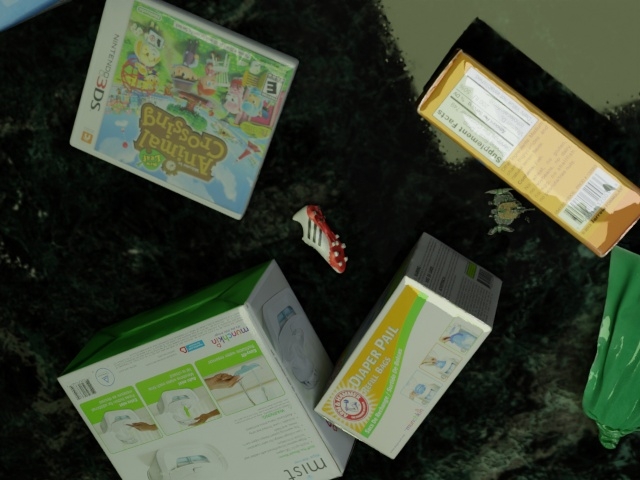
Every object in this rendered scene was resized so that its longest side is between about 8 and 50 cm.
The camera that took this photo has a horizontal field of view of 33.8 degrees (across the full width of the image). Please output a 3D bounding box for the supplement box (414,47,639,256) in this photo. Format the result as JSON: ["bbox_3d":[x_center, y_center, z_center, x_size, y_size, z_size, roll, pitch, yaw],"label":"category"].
[{"bbox_3d":[0.202,-0.087,1.019,0.233,0.078,0.080,40,102,-4],"label":"supplement box"}]

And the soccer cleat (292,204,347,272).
[{"bbox_3d":[0.000,0.000,1.151,0.035,0.029,0.083,-23,103,32],"label":"soccer cleat"}]

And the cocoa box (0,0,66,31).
[{"bbox_3d":[-0.248,-0.398,0.922,0.231,0.228,0.347,-22,106,23],"label":"cocoa box"}]

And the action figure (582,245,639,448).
[{"bbox_3d":[0.331,0.118,1.093,0.137,0.063,0.232,16,113,5],"label":"action figure"}]

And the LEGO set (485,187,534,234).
[{"bbox_3d":[0.200,-0.041,1.084,0.083,0.023,0.054,-36,103,12],"label":"LEGO set"}]

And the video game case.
[{"bbox_3d":[-0.150,-0.146,1.126,0.212,0.023,0.193,24,118,3],"label":"video game case"}]

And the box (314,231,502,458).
[{"bbox_3d":[0.093,0.114,1.127,0.103,0.114,0.203,32,119,0],"label":"box"}]

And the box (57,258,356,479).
[{"bbox_3d":[-0.123,0.184,1.210,0.262,0.127,0.231,-23,107,23],"label":"box"}]
